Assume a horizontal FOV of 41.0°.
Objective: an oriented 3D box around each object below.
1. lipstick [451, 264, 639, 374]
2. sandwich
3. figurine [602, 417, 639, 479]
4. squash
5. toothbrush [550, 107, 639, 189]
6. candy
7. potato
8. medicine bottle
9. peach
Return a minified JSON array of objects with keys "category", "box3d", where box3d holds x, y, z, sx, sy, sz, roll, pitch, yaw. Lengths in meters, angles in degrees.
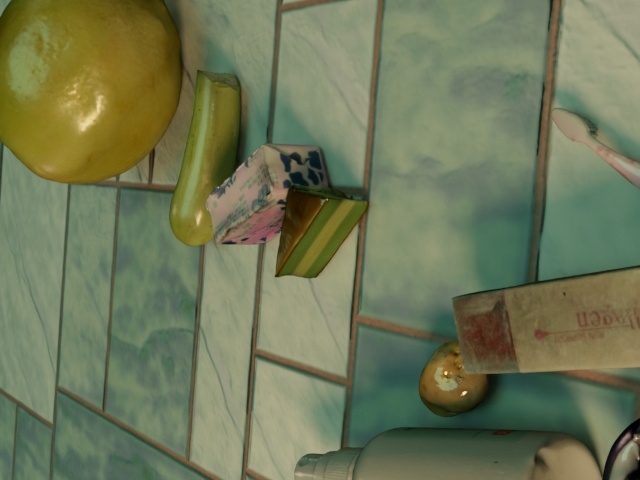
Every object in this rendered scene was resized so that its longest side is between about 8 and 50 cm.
[{"category":"lipstick","box3d":[0.255,0.054,0.645,0.371,0.080,0.076,-17,80,56]},{"category":"sandwich","box3d":[0.000,0.000,0.998,0.074,0.074,0.116,25,108,49]},{"category":"figurine","box3d":[0.292,0.156,0.592,0.222,0.145,0.145,-33,63,35]},{"category":"squash","box3d":[-0.160,-0.113,1.202,0.083,0.083,0.250,19,101,50]},{"category":"toothbrush","box3d":[0.278,-0.036,0.688,0.269,0.027,0.021,52,140,40]},{"category":"candy","box3d":[-0.070,-0.055,1.076,0.160,0.092,0.073,-38,61,45]},{"category":"potato","box3d":[0.130,0.140,0.847,0.083,0.062,0.068,106,160,-51]},{"category":"medicine bottle","box3d":[0.097,0.238,0.835,0.352,0.110,0.110,-14,77,51]},{"category":"peach","box3d":[-0.362,-0.254,1.304,0.315,0.281,0.314,-43,50,31]}]
